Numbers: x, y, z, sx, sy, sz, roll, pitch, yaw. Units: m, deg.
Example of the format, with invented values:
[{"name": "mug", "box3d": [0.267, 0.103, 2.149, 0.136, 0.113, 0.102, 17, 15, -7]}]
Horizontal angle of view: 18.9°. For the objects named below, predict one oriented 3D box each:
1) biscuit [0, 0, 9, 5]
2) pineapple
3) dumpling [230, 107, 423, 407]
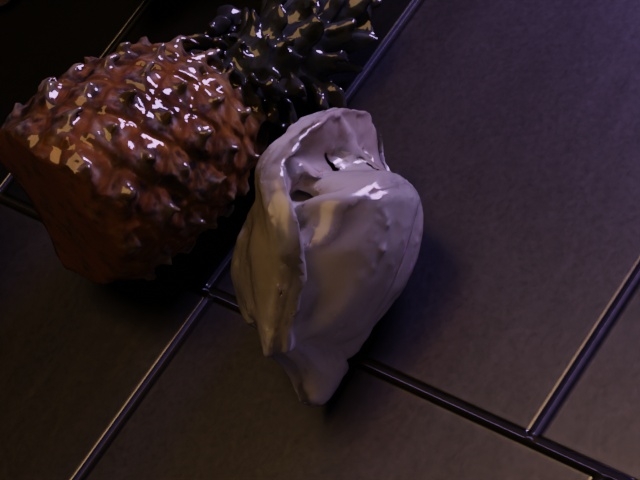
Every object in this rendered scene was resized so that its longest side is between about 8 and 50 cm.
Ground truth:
[{"name": "biscuit", "box3d": [-0.308, -0.251, 1.616, 0.249, 0.035, 0.184, -27, 48, 9]}, {"name": "pineapple", "box3d": [-0.080, -0.099, 1.312, 0.279, 0.158, 0.158, -41, 46, -21]}, {"name": "dumpling", "box3d": [0.000, 0.000, 1.199, 0.118, 0.136, 0.199, 0, 67, 20]}]
